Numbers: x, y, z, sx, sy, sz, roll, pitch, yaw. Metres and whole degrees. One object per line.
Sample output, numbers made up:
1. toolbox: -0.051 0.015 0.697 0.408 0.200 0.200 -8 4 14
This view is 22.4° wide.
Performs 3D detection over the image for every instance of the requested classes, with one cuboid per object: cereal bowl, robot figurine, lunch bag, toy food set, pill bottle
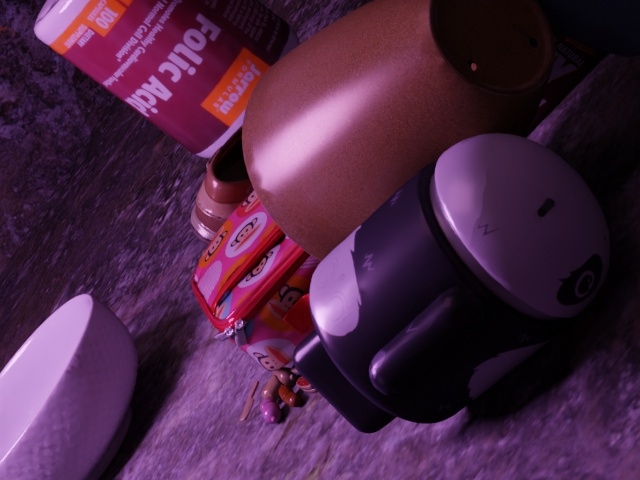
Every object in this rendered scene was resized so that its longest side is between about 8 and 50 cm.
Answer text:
1. cereal bowl: -0.348 0.244 2.116 0.339 0.141 0.339 -47 18 21
2. robot figurine: 0.105 0.039 1.304 0.278 0.174 0.209 -43 43 29
3. lunch bag: 0.000 0.000 1.735 0.293 0.120 0.258 -47 21 3
4. toy food set: -0.030 0.155 1.680 0.122 0.019 0.078 -27 30 40
5. pill bottle: -0.171 -0.253 2.200 0.224 0.392 0.224 -47 18 21

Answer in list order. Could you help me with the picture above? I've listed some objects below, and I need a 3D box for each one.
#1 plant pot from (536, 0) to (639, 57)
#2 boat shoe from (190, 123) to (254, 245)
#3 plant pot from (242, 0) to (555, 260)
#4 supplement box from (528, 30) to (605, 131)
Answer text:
1. plant pot: 0.269 -0.274 1.384 0.290 0.195 0.290 -33 8 5
2. boat shoe: -0.039 -0.115 1.944 0.324 0.123 0.120 -52 -21 -41
3. plant pot: 0.088 -0.124 1.403 0.254 0.237 0.237 -43 18 56
4. supplement box: 0.184 -0.213 1.649 0.194 0.129 0.191 -47 18 20
